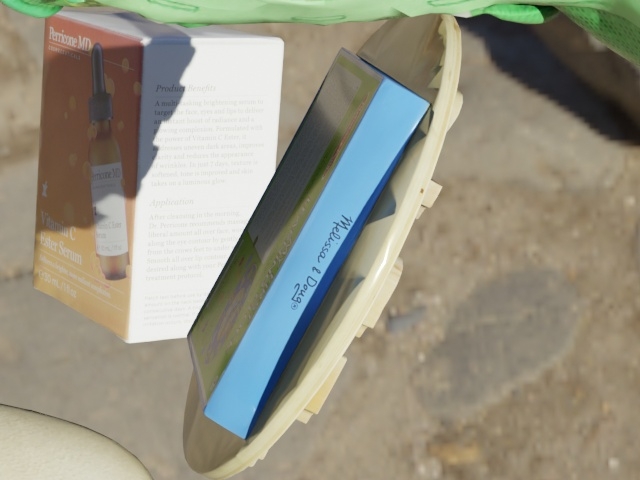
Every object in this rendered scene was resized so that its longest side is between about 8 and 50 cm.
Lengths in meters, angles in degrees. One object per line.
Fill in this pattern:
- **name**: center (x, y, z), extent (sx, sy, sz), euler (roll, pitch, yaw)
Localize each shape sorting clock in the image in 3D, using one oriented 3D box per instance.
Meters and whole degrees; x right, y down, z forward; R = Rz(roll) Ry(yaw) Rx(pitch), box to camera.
- **shape sorting clock**: center (0.000, 0.000, 0.788), extent (0.040, 0.206, 0.206), euler (28, 42, -11)

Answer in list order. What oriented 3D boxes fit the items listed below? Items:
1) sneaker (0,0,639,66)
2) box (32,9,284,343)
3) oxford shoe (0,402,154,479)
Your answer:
- **sneaker**: center (-0.002, -0.084, 0.373), extent (0.295, 0.123, 0.109), euler (33, 14, 5)
- **box**: center (-0.097, -0.041, 1.153), extent (0.091, 0.170, 0.130), euler (-4, 14, -32)
- **oxford shoe**: center (-0.216, 0.070, 0.452), extent (0.397, 0.146, 0.140), euler (-1, 46, -16)
